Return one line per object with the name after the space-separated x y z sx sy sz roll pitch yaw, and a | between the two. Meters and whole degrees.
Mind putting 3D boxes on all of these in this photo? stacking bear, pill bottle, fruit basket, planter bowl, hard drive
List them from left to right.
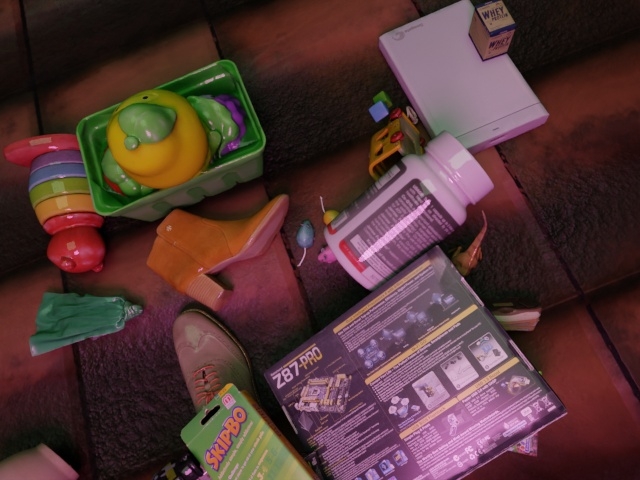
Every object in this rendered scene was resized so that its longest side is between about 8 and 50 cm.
-0.517 0.444 0.838 0.162 0.162 0.109 30 52 16 | planter bowl
-0.549 -0.069 1.008 0.164 0.175 0.289 -18 79 10 | stacking bear
-0.305 -0.204 0.902 0.392 0.392 0.283 -23 70 0 | fruit basket
0.158 -0.051 0.837 0.283 0.161 0.161 -41 70 14 | pill bottle
0.309 -0.365 1.033 0.233 0.047 0.353 -23 70 0 | hard drive

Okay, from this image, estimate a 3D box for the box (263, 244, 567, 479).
0.139 0.251 0.786 0.395 0.097 0.318 -38 72 9 | box

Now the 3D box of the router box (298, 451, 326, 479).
-0.025 0.420 0.769 0.038 0.092 0.123 -15 79 -43 | router box

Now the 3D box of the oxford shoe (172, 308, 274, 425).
-0.185 0.267 0.849 0.123 0.130 0.348 -35 71 -4 | oxford shoe

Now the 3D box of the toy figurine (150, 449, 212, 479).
-0.205 0.467 0.742 0.148 0.213 0.209 -40 71 -18 | toy figurine

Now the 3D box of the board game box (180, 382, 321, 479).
-0.099 0.361 0.726 0.124 0.039 0.259 -45 77 -1 | board game box

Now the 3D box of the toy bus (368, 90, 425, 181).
0.153 -0.192 0.964 0.104 0.202 0.191 -30 75 30 | toy bus

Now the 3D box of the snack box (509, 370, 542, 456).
0.331 0.295 0.816 0.100 0.037 0.141 8 73 12 | snack box

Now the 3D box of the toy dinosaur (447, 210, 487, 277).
0.278 0.032 0.863 0.064 0.112 0.212 26 115 8 | toy dinosaur

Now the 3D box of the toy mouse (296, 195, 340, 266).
0.000 0.000 0.964 0.143 0.031 0.161 -42 71 -7 | toy mouse

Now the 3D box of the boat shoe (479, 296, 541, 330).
0.308 0.148 0.852 0.189 0.068 0.072 1 113 5 | boat shoe

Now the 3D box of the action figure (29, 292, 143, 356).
-0.480 0.162 0.963 0.232 0.063 0.137 -9 69 9 | action figure

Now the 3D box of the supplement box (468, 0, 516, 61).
0.365 -0.450 0.985 0.056 0.083 0.083 -19 70 1 | supplement box

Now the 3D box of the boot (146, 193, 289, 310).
-0.221 -0.021 0.965 0.211 0.104 0.295 33 83 17 | boot
